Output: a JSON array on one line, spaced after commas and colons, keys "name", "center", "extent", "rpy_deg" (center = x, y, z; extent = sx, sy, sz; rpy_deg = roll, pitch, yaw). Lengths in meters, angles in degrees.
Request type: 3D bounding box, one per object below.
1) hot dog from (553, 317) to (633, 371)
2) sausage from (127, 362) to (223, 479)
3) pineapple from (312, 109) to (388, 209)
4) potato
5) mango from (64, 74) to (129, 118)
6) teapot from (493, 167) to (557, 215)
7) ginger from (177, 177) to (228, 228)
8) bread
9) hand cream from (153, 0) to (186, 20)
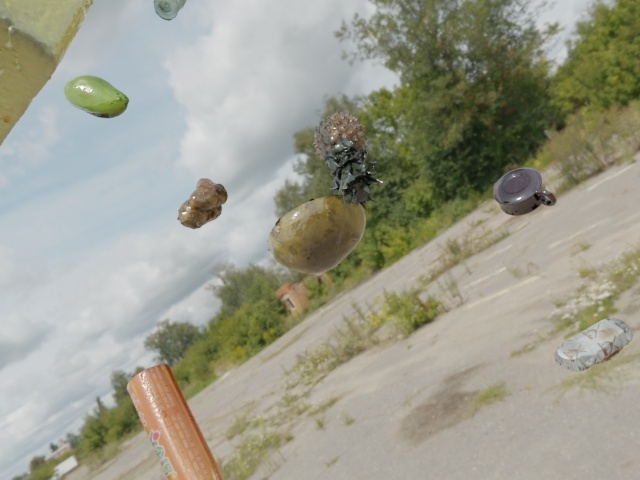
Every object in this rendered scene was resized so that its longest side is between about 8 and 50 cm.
[{"name": "hot dog", "center": [0.643, 0.244, 1.232], "extent": [0.192, 0.053, 0.099], "rpy_deg": [-28, 29, -10]}, {"name": "sausage", "center": [-0.268, 0.385, 0.996], "extent": [0.093, 0.312, 0.093], "rpy_deg": [-27, -31, -18]}, {"name": "pineapple", "center": [0.069, -0.203, 1.387], "extent": [0.165, 0.165, 0.364], "rpy_deg": [-37, 36, 20]}, {"name": "potato", "center": [0.000, 0.000, 1.469], "extent": [0.299, 0.116, 0.239], "rpy_deg": [-26, -48, 1]}, {"name": "mango", "center": [-0.504, -0.327, 1.181], "extent": [0.091, 0.165, 0.074], "rpy_deg": [-66, -22, -20]}, {"name": "teapot", "center": [0.277, -0.063, 0.717], "extent": [0.068, 0.045, 0.100], "rpy_deg": [-51, 36, -10]}, {"name": "ginger", "center": [-0.253, -0.089, 1.151], "extent": [0.103, 0.073, 0.162], "rpy_deg": [-58, -1, 17]}, {"name": "bread", "center": [-0.441, -0.268, 0.608], "extent": [0.236, 0.263, 0.198], "rpy_deg": [-33, 37, 33]}, {"name": "hand cream", "center": [-0.304, -0.585, 1.161], "extent": [0.058, 0.331, 0.085], "rpy_deg": [0, -43, 2]}]
